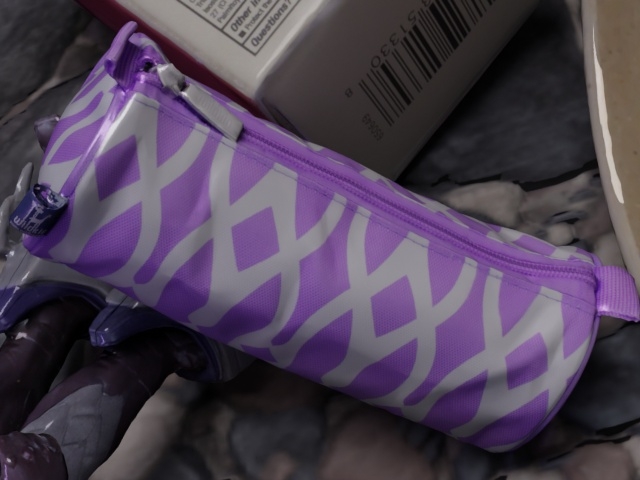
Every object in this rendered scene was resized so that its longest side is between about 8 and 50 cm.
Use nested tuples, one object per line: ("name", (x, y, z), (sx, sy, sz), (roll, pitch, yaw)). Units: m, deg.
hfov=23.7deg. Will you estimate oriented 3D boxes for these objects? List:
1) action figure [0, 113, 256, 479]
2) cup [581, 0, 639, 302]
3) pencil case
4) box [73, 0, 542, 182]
("action figure", (-0.121, 0.084, 0.557), (0.185, 0.099, 0.285), (1, 48, 38))
("cup", (0.253, -0.092, 0.457), (0.236, 0.331, 0.331), (-1, 50, -15))
("pencil case", (0.000, 0.000, 0.523), (0.088, 0.206, 0.086), (-51, 24, 34))
("box", (-0.035, -0.144, 0.653), (0.232, 0.127, 0.149), (38, 87, 30))
